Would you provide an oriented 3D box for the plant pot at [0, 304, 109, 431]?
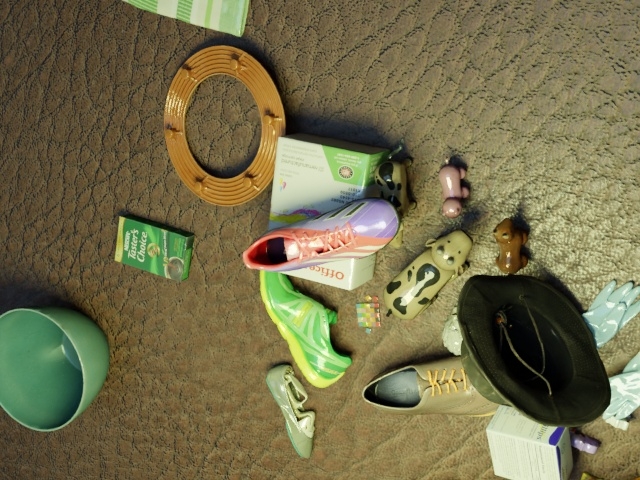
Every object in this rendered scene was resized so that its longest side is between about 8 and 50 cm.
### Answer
[{"bbox_3d":[-0.612,0.275,2.099,0.290,0.195,0.290,6,104,23],"label":"plant pot"}]

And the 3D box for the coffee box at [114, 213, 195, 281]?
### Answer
[{"bbox_3d":[-0.378,0.017,2.022,0.184,0.040,0.113,18,108,20],"label":"coffee box"}]

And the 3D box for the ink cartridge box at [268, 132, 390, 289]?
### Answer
[{"bbox_3d":[0.012,-0.060,1.784,0.202,0.117,0.278,14,107,23],"label":"ink cartridge box"}]

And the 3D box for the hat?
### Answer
[{"bbox_3d":[0.346,0.213,1.571,0.331,0.331,0.134,47,131,9],"label":"hat"}]

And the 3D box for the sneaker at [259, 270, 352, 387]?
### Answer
[{"bbox_3d":[-0.032,0.162,1.876,0.124,0.109,0.295,-31,85,4],"label":"sneaker"}]

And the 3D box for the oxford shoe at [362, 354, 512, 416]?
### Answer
[{"bbox_3d":[0.254,0.285,1.725,0.364,0.133,0.129,-17,75,27],"label":"oxford shoe"}]

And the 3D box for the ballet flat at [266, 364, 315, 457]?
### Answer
[{"bbox_3d":[-0.050,0.369,1.933,0.068,0.072,0.213,-24,91,21],"label":"ballet flat"}]

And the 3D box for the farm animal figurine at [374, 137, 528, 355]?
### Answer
[{"bbox_3d":[0.208,0.021,1.682,0.330,0.172,0.326,30,112,16],"label":"farm animal figurine"}]

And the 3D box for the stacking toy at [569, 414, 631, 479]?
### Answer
[{"bbox_3d":[0.465,0.372,1.708,0.221,0.052,0.166,21,109,20],"label":"stacking toy"}]

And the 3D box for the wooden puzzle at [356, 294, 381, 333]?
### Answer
[{"bbox_3d":[0.100,0.154,1.853,0.049,0.006,0.083,-3,100,25],"label":"wooden puzzle"}]

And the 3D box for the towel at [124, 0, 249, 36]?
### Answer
[{"bbox_3d":[-0.283,-0.584,1.854,0.325,0.038,0.247,19,110,18],"label":"towel"}]

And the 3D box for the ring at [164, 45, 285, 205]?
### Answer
[{"bbox_3d":[-0.213,-0.237,1.862,0.337,0.032,0.336,6,101,34],"label":"ring"}]

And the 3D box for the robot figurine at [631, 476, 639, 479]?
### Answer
[{"bbox_3d":[0.648,0.506,1.635,0.291,0.085,0.211,-34,86,27],"label":"robot figurine"}]

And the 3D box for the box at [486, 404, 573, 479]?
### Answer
[{"bbox_3d":[0.393,0.388,1.667,0.137,0.072,0.126,8,129,33],"label":"box"}]

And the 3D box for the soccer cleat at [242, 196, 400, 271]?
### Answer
[{"bbox_3d":[0.000,0.000,1.655,0.318,0.116,0.108,-15,93,34],"label":"soccer cleat"}]

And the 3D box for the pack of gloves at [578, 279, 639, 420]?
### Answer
[{"bbox_3d":[0.548,0.201,1.640,0.232,0.046,0.195,-49,65,18],"label":"pack of gloves"}]
